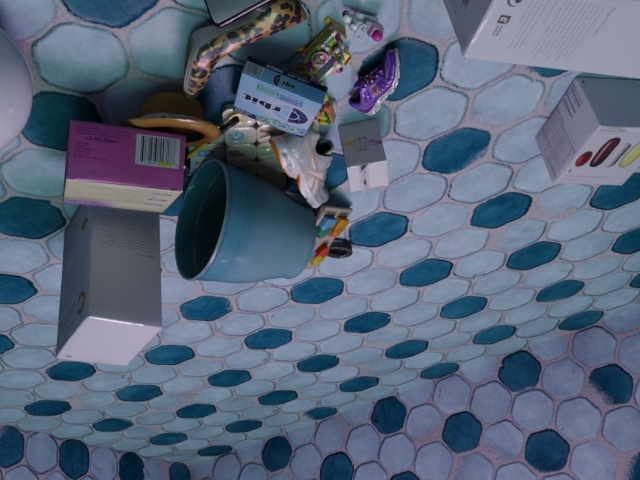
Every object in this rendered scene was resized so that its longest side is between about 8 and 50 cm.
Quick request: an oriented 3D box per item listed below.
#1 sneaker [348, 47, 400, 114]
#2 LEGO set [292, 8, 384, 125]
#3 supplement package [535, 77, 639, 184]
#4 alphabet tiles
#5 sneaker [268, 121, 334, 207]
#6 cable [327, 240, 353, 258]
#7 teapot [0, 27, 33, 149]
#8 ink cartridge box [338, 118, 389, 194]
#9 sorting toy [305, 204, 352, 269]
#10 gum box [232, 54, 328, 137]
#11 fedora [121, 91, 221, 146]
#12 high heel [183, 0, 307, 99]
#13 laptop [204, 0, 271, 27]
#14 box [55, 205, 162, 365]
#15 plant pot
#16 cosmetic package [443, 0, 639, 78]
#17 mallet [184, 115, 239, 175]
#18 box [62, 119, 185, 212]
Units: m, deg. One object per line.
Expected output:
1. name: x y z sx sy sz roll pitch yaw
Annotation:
1. sneaker: 0.109 -0.319 1.361 0.071 0.068 0.170 11 143 -20
2. LEGO set: 0.016 -0.310 1.308 0.132 0.107 0.287 4 145 -20
3. supplement package: 0.643 -0.245 1.541 0.194 0.149 0.203 -1 147 -14
4. alphabet tiles: -0.143 -0.204 1.507 0.277 0.021 0.284 -5 147 -8
5. sneaker: -0.011 -0.167 1.515 0.121 0.099 0.262 -29 151 5
6. cable: -0.028 0.018 1.827 0.139 0.072 0.287 -32 140 24
7. teapot: -0.582 -0.282 1.128 0.256 0.187 0.253 -14 123 37
8. ink cartridge box: 0.098 -0.181 1.493 0.089 0.143 0.092 -12 148 3
9. sorting toy: 0.000 0.000 1.687 0.193 0.038 0.208 -57 163 14
10. gum box: -0.083 -0.271 1.293 0.156 0.041 0.184 20 166 -9
11. fedora: -0.294 -0.242 1.329 0.194 0.079 0.194 1 171 0
12. high heel: -0.144 -0.344 1.223 0.186 0.093 0.261 9 136 -22
13. laptop: -0.081 -0.546 0.793 0.381 0.408 0.236 -22 175 18
14. box: -0.487 0.082 1.551 0.168 0.345 0.215 14 141 -33
15. plant pot: -0.158 -0.024 1.521 0.255 0.272 0.271 13 141 -32
16. cosmetic package: 0.445 -0.422 1.146 0.453 0.230 0.161 2 146 -17
17. mallet: -0.244 -0.199 1.419 0.189 0.062 0.039 -26 138 30
18. box: -0.402 -0.142 1.357 0.213 0.117 0.243 5 170 -21
